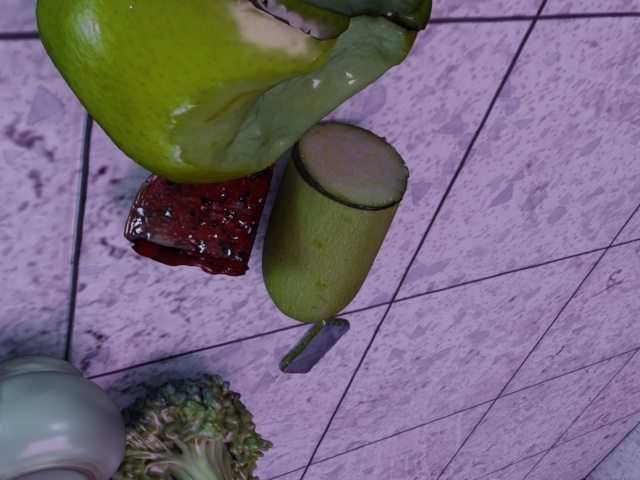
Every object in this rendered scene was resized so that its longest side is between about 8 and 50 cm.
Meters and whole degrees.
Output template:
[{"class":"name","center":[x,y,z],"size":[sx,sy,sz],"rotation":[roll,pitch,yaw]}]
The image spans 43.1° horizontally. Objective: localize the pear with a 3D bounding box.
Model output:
[{"class":"pear","center":[-0.074,-0.135,0.600],"size":[0.292,0.159,0.292],"rotation":[-29,170,-6]}]

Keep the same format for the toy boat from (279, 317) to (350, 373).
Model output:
[{"class":"toy boat","center":[-0.009,0.158,1.214],"size":[0.063,0.016,0.115],"rotation":[12,127,-48]}]

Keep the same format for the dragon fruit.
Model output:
[{"class":"dragon fruit","center":[-0.117,-0.029,0.835],"size":[0.161,0.120,0.127],"rotation":[104,4,-78]}]

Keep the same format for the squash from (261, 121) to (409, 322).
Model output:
[{"class":"squash","center":[0.000,0.000,0.913],"size":[0.132,0.132,0.247],"rotation":[-10,142,-31]}]

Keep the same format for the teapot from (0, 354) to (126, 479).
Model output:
[{"class":"teapot","center":[-0.328,0.179,0.848],"size":[0.220,0.149,0.318],"rotation":[-15,144,-14]}]

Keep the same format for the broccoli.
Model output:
[{"class":"broccoli","center":[-0.173,0.320,1.074],"size":[0.247,0.243,0.263],"rotation":[-30,155,-30]}]
